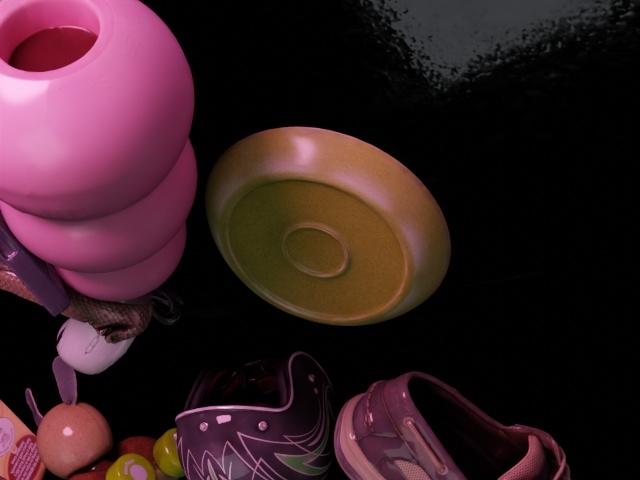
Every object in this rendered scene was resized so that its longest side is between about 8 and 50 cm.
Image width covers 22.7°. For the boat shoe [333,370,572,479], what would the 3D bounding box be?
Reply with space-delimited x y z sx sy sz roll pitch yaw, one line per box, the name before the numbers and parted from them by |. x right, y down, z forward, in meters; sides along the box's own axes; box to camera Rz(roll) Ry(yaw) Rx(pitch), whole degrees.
boat shoe | 0.181 0.256 1.585 0.355 0.132 0.130 32 136 -11

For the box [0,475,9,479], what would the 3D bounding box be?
box | -0.394 0.389 1.801 0.168 0.167 0.203 29 134 -9

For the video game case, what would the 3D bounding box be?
video game case | -0.333 -0.067 1.467 0.026 0.196 0.274 -38 117 0

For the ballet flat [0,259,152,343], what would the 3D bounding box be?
ballet flat | -0.271 0.051 1.582 0.250 0.084 0.058 15 105 28

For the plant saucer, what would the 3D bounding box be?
plant saucer | 0.000 0.000 1.484 0.241 0.037 0.241 12 136 12

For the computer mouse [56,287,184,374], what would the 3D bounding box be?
computer mouse | -0.225 0.093 1.662 0.106 0.042 0.193 31 135 -9

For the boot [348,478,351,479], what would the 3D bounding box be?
boot | 0.116 0.341 1.716 0.198 0.077 0.137 33 151 36

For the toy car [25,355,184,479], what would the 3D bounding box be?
toy car | -0.255 0.223 1.767 0.188 0.149 0.155 53 128 9

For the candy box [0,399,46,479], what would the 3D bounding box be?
candy box | -0.480 0.192 1.829 0.183 0.087 0.316 -18 123 34

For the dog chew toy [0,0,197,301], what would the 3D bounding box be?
dog chew toy | -0.200 -0.067 1.395 0.207 0.206 0.331 10 144 14

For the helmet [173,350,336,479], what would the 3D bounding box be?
helmet | -0.065 0.201 1.612 0.169 0.161 0.169 12 135 12
